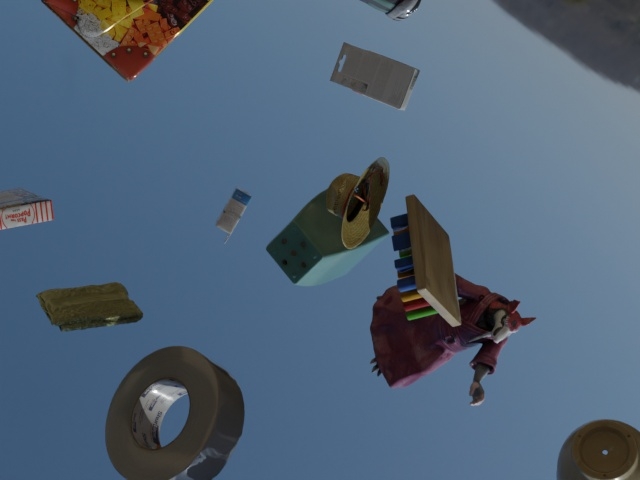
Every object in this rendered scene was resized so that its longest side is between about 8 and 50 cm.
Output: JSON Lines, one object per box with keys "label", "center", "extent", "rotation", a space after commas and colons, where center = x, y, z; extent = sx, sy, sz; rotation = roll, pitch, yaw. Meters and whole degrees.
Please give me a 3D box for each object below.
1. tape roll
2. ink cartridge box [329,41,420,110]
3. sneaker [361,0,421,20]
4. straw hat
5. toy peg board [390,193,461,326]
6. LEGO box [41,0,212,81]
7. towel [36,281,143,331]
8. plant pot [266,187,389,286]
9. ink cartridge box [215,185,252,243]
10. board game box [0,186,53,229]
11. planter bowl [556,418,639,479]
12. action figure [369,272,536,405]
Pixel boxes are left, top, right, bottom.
{"label": "tape roll", "center": [-0.225, 0.276, 1.723], "extent": [0.072, 0.219, 0.219], "rotation": [38, -166, -49]}
{"label": "ink cartridge box", "center": [0.077, -0.235, 1.599], "extent": [0.115, 0.063, 0.029], "rotation": [24, -169, 18]}
{"label": "sneaker", "center": [0.096, -0.395, 1.407], "extent": [0.098, 0.224, 0.083], "rotation": [17, 169, -19]}
{"label": "straw hat", "center": [0.043, -0.065, 1.665], "extent": [0.061, 0.145, 0.144], "rotation": [23, -165, 22]}
{"label": "toy peg board", "center": [0.146, 0.041, 1.731], "extent": [0.160, 0.079, 0.161], "rotation": [42, -143, -54]}
{"label": "LEGO box", "center": [-0.243, -0.518, 1.907], "extent": [0.193, 0.372, 0.500], "rotation": [43, -166, -18]}
{"label": "towel", "center": [-0.358, 0.101, 1.740], "extent": [0.148, 0.027, 0.110], "rotation": [-3, -152, -31]}
{"label": "plant pot", "center": [0.000, 0.000, 2.459], "extent": [0.166, 0.165, 0.234], "rotation": [50, -148, 7]}
{"label": "ink cartridge box", "center": [-0.138, -0.040, 1.725], "extent": [0.028, 0.083, 0.048], "rotation": [29, -176, -8]}
{"label": "board game box", "center": [-0.656, -0.066, 2.322], "extent": [0.146, 0.045, 0.193], "rotation": [-12, -163, -30]}
{"label": "planter bowl", "center": [0.437, 0.339, 1.713], "extent": [0.162, 0.162, 0.109], "rotation": [55, 175, 38]}
{"label": "action figure", "center": [0.276, 0.180, 2.224], "extent": [0.275, 0.370, 0.248], "rotation": [-19, -87, -51]}
